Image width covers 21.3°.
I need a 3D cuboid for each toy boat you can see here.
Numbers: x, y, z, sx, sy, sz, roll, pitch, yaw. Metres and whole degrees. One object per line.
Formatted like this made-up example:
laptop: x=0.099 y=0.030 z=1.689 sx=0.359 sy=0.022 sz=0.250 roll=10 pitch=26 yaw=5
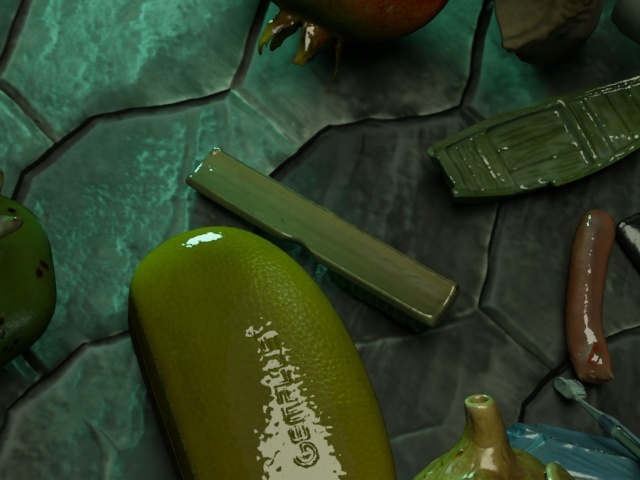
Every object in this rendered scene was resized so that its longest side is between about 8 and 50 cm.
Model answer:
toy boat: x=0.242 y=-0.099 z=1.679 sx=0.293 sy=0.055 sz=0.093 roll=-20 pitch=67 yaw=-18
toy boat: x=0.256 y=0.230 z=1.506 sx=0.215 sy=0.088 sz=0.102 roll=13 pitch=96 yaw=-4

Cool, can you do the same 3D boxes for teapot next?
teapot: x=0.179 y=0.263 z=1.386 sx=0.167 sy=0.203 sz=0.311 roll=-27 pitch=105 yaw=12

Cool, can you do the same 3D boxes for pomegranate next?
pomegranate: x=0.023 y=-0.281 z=1.655 sx=0.221 sy=0.221 sz=0.256 roll=27 pitch=89 yaw=6
pomegranate: x=-0.307 y=0.020 z=1.436 sx=0.181 sy=0.224 sz=0.181 roll=8 pitch=60 yaw=-14

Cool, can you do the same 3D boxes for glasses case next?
glasses case: x=-0.041 y=0.156 z=1.452 sx=0.173 sy=0.141 sz=0.371 roll=-14 pitch=66 yaw=-17

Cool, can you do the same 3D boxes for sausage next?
sausage: x=0.257 y=0.052 z=1.611 sx=0.047 sy=0.040 sz=0.176 roll=13 pitch=61 yaw=-9

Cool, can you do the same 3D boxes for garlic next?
garlic: x=0.207 y=-0.308 z=1.658 sx=0.132 sy=0.279 sz=0.325 roll=-5 pitch=45 yaw=5

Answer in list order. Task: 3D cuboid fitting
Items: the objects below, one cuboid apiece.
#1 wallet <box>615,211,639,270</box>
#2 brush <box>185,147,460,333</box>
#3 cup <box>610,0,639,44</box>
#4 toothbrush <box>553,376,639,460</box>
wallet: x=0.397 y=0.059 z=1.638 sx=0.124 sy=0.025 sz=0.244 roll=-24 pitch=69 yaw=-19
brush: x=0.000 y=0.000 z=1.597 sx=0.282 sy=0.048 sz=0.054 roll=31 pitch=59 yaw=16
cup: x=0.379 y=-0.283 z=1.683 sx=0.227 sy=0.257 sz=0.301 roll=37 pitch=62 yaw=13
toothbrush: x=0.261 y=0.167 z=1.488 sx=0.019 sy=0.016 sz=0.219 roll=7 pitch=16 yaw=-23
